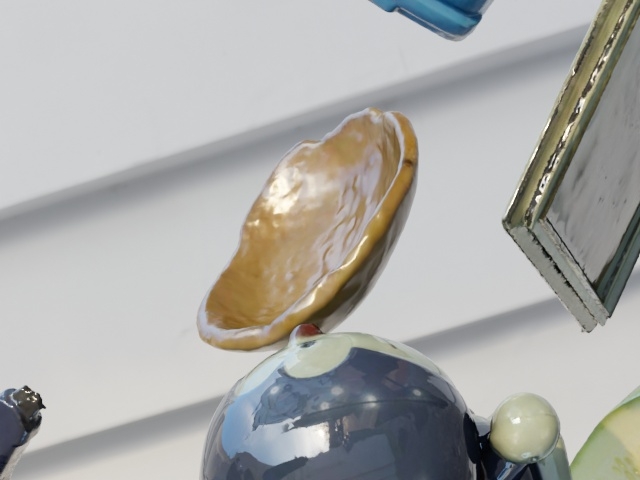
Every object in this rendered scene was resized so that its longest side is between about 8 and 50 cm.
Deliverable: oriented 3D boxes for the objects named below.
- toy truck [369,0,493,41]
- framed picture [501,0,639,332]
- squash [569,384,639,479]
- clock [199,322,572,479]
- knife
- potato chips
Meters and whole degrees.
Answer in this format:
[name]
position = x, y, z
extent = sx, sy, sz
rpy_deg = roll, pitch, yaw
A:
[toy truck]
position = 0.137, -0.305, 0.772
extent = 0.161, 0.385, 0.162
rpy_deg = 35, 152, 3
[framed picture]
position = 0.169, -0.095, 0.573
extent = 0.274, 0.017, 0.217
rpy_deg = -64, -26, -4
[squash]
position = 0.326, 0.259, 1.175
extent = 0.189, 0.260, 0.189
rpy_deg = 45, -173, -7
[clock]
position = 0.044, 0.137, 0.692
extent = 0.243, 0.199, 0.147
rpy_deg = 26, -135, -46
[knife]
position = -0.136, 0.093, 0.501
extent = 0.031, 0.018, 0.121
rpy_deg = 47, 139, 7
[potato chips]
position = 0.001, 0.001, 0.793
extent = 0.062, 0.195, 0.208
rpy_deg = 41, 179, -21
